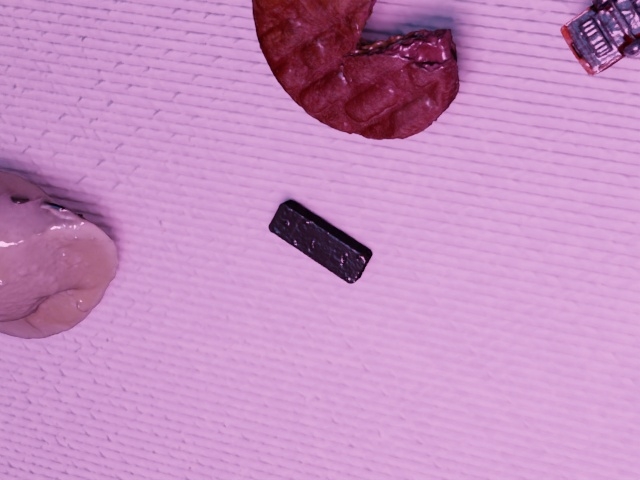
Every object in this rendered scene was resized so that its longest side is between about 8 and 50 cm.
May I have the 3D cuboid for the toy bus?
[{"bbox_3d":[0.311,-0.220,1.205,0.192,0.077,0.065,-33,86,23],"label":"toy bus"}]

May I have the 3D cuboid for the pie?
[{"bbox_3d":[0.031,-0.195,1.300,0.204,0.054,0.218,-8,120,41],"label":"pie"}]

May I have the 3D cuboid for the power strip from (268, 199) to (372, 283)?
[{"bbox_3d":[0.000,0.000,1.406,0.111,0.029,0.038,34,111,10],"label":"power strip"}]

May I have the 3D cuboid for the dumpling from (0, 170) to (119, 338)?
[{"bbox_3d":[-0.367,0.034,1.507,0.243,0.175,0.226,25,140,31],"label":"dumpling"}]
